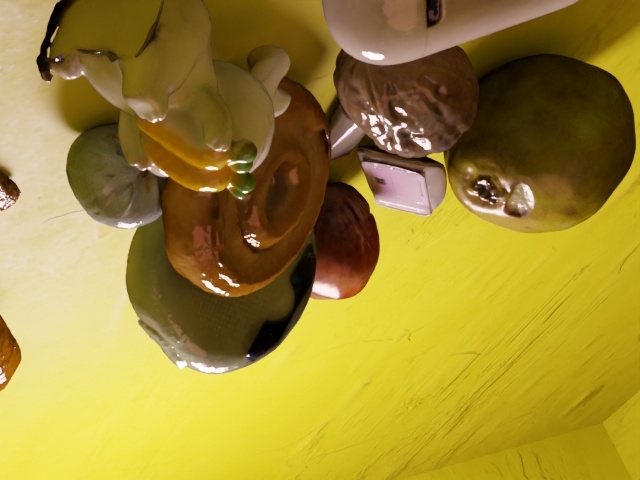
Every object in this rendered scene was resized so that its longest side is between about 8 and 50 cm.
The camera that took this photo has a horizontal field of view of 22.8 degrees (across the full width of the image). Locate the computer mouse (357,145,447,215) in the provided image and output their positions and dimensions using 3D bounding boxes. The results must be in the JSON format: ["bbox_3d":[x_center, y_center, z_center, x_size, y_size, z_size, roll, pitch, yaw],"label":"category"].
[{"bbox_3d":[0.120,-0.096,2.324,0.126,0.056,0.245,12,168,12],"label":"computer mouse"}]

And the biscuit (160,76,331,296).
[{"bbox_3d":[-0.083,-0.068,2.019,0.296,0.102,0.296,-37,138,-43],"label":"biscuit"}]

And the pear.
[{"bbox_3d":[0.312,-0.137,2.272,0.321,0.269,0.269,-32,164,-36],"label":"pear"}]

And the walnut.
[{"bbox_3d":[0.108,-0.201,2.032,0.178,0.178,0.230,-32,146,15],"label":"walnut"}]

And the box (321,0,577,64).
[{"bbox_3d":[0.160,-0.350,1.720,0.349,0.141,0.289,-20,134,-14],"label":"box"}]

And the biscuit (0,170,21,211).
[{"bbox_3d":[-0.423,-0.078,1.909,0.064,0.034,0.199,-25,157,2],"label":"biscuit"}]

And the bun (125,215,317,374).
[{"bbox_3d":[-0.157,0.034,2.212,0.293,0.293,0.187,-9,-172,-34],"label":"bun"}]

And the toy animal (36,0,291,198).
[{"bbox_3d":[-0.151,-0.169,1.765,0.182,0.247,0.310,-18,147,27],"label":"toy animal"}]

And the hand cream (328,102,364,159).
[{"bbox_3d":[0.033,-0.150,2.208,0.087,0.054,0.186,-21,164,-27],"label":"hand cream"}]

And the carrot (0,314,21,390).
[{"bbox_3d":[-0.487,0.124,2.177,0.114,0.114,0.302,-22,155,-8],"label":"carrot"}]

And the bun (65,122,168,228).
[{"bbox_3d":[-0.240,-0.086,1.948,0.140,0.141,0.083,-6,156,-39],"label":"bun"}]

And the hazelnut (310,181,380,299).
[{"bbox_3d":[0.000,0.000,2.354,0.182,0.182,0.182,-21,157,-10],"label":"hazelnut"}]
